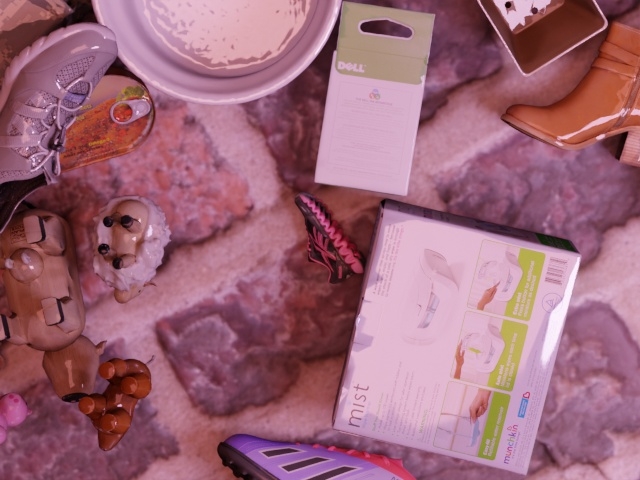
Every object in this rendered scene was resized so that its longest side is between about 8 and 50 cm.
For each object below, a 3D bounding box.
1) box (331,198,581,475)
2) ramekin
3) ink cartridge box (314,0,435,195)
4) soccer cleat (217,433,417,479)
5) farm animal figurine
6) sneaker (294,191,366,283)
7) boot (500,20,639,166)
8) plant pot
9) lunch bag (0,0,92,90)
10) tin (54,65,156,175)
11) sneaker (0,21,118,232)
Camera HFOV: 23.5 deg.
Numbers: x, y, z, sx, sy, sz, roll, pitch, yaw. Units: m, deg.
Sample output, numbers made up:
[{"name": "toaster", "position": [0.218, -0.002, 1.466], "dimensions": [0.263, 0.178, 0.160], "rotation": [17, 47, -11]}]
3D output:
[{"name": "box", "position": [0.151, 0.107, 1.754], "dimensions": [0.231, 0.127, 0.262], "rotation": [12, 98, 2]}, {"name": "ramekin", "position": [-0.109, -0.292, 1.714], "dimensions": [0.277, 0.135, 0.277], "rotation": [0, 98, 3]}, {"name": "ink cartridge box", "position": [0.062, -0.162, 1.757], "dimensions": [0.109, 0.062, 0.209], "rotation": [9, 97, 2]}, {"name": "soccer cleat", "position": [0.033, 0.289, 1.807], "dimensions": [0.318, 0.108, 0.116], "rotation": [27, 78, 2]}, {"name": "farm animal figurine", "position": [-0.335, 0.108, 1.774], "dimensions": [0.330, 0.172, 0.327], "rotation": [2, 85, 11]}, {"name": "sneaker", "position": [0.000, 0.000, 1.794], "dimensions": [0.057, 0.047, 0.119], "rotation": [-34, 93, 18]}, {"name": "boot", "position": [0.311, -0.174, 1.738], "dimensions": [0.197, 0.073, 0.152], "rotation": [12, 99, -10]}, {"name": "plant pot", "position": [0.238, -0.264, 1.709], "dimensions": [0.109, 0.096, 0.109], "rotation": [-32, 109, 7]}, {"name": "lunch bag", "position": [-0.445, -0.275, 1.721], "dimensions": [0.287, 0.169, 0.235], "rotation": [43, 99, -7]}, {"name": "tin", "position": [-0.284, -0.138, 1.765], "dimensions": [0.189, 0.040, 0.106], "rotation": [-16, 128, -6]}, {"name": "sneaker", "position": [-0.300, -0.115, 1.663], "dimensions": [0.281, 0.105, 0.115], "rotation": [-48, 65, 23]}]
